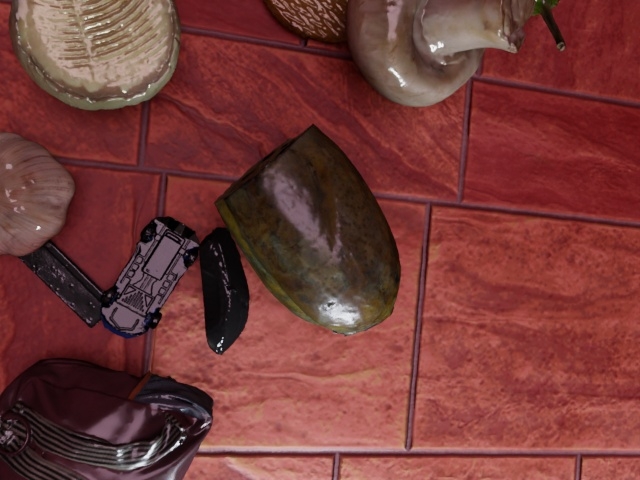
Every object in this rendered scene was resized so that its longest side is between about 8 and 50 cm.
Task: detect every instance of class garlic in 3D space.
[{"bbox_3d":[-0.488,-0.082,0.885,0.199,0.226,0.198,-1,79,4],"label":"garlic"}]

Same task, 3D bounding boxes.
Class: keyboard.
[{"bbox_3d":[-0.431,0.059,1.011,0.060,0.018,0.195,-42,99,-3],"label":"keyboard"}]

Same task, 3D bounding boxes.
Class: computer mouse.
[{"bbox_3d":[-0.159,0.085,1.025,0.074,0.122,0.216,-5,94,-2],"label":"computer mouse"}]

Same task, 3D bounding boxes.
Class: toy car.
[{"bbox_3d":[-0.288,0.063,1.021,0.103,0.063,0.216,32,84,-11],"label":"toy car"}]

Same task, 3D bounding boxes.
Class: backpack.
[{"bbox_3d":[-0.355,0.320,0.938,0.318,0.197,0.283,24,87,-11],"label":"backpack"}]

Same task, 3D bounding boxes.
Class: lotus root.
[{"bbox_3d":[0.000,0.000,1.013,0.251,0.250,0.345,-34,103,-11],"label":"lotus root"}]

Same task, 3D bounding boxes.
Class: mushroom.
[{"bbox_3d":[0.196,-0.372,1.008,0.298,0.290,0.297,-12,110,-34],"label":"mushroom"}]

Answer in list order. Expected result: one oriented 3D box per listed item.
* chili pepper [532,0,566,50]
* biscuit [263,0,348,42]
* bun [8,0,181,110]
[{"bbox_3d":[0.403,-0.501,1.152,0.135,0.131,0.337,-11,89,-38],"label":"chili pepper"},{"bbox_3d":[0.005,-0.484,1.104,0.254,0.035,0.253,0,91,-15],"label":"biscuit"},{"bbox_3d":[-0.353,-0.328,0.958,0.260,0.152,0.259,-4,103,-19],"label":"bun"}]
